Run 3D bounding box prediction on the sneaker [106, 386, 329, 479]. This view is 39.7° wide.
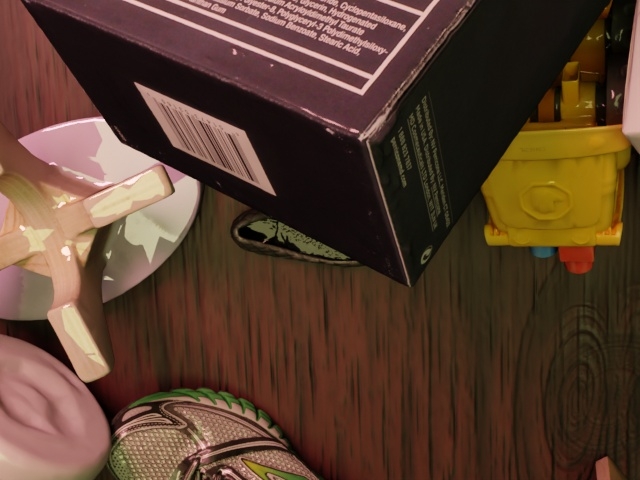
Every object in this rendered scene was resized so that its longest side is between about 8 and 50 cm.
[{"bbox_3d":[-0.053,0.257,0.845,0.343,0.146,0.134,28,100,-3],"label":"sneaker"}]

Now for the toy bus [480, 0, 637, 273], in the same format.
[{"bbox_3d":[0.208,-0.086,0.771,0.149,0.220,0.212,-2,132,22],"label":"toy bus"}]

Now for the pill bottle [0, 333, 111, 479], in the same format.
[{"bbox_3d":[-0.349,0.252,0.801,0.176,0.176,0.318,39,102,-6],"label":"pill bottle"}]

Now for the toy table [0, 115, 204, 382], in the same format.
[{"bbox_3d":[-0.242,-0.008,0.794,0.274,0.161,0.252,-36,98,6],"label":"toy table"}]

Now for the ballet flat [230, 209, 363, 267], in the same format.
[{"bbox_3d":[0.000,0.000,0.844,0.173,0.049,0.058,2,101,1],"label":"ballet flat"}]

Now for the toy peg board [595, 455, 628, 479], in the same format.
[{"bbox_3d":[0.294,0.325,0.850,0.079,0.161,0.161,-37,98,23],"label":"toy peg board"}]

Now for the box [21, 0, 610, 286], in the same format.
[{"bbox_3d":[0.013,-0.174,0.637,0.296,0.183,0.294,27,70,28],"label":"box"}]

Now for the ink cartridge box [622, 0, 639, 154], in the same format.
[{"bbox_3d":[0.310,-0.100,0.632,0.128,0.176,0.128,-3,67,40],"label":"ink cartridge box"}]
